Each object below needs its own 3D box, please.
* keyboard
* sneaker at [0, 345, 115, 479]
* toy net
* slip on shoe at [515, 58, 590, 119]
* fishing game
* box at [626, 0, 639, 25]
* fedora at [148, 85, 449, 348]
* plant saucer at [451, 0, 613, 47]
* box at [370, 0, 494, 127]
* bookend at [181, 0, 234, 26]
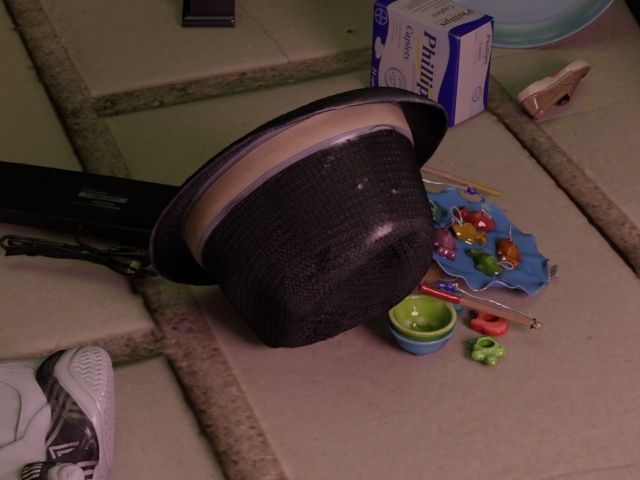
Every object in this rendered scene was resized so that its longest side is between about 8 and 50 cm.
[{"bbox_3d":[-0.250,-0.019,1.860,0.317,0.033,0.201,8,28,12],"label":"keyboard"},{"bbox_3d":[-0.292,0.212,1.430,0.210,0.137,0.366,1,29,1],"label":"sneaker"},{"bbox_3d":[0.130,0.044,1.762,0.122,0.045,0.232,1,34,1],"label":"toy net"},{"bbox_3d":[0.294,-0.186,2.114,0.135,0.051,0.041,-27,82,-47],"label":"slip on shoe"},{"bbox_3d":[0.163,-0.006,1.796,0.189,0.041,0.264,19,30,-12],"label":"fishing game"},{"bbox_3d":[0.500,-0.480,2.310,0.179,0.312,0.343,-3,34,-6],"label":"box"},{"bbox_3d":[0.000,0.000,1.649,0.334,0.334,0.152,-15,66,-23],"label":"fedora"},{"bbox_3d":[0.255,-0.410,2.224,0.317,0.317,0.044,3,13,4],"label":"plant saucer"},{"bbox_3d":[0.134,-0.225,2.089,0.137,0.126,0.072,27,41,34],"label":"box"},{"bbox_3d":[-0.151,-0.390,2.300,0.072,0.156,0.157,0,35,-2],"label":"bookend"}]
